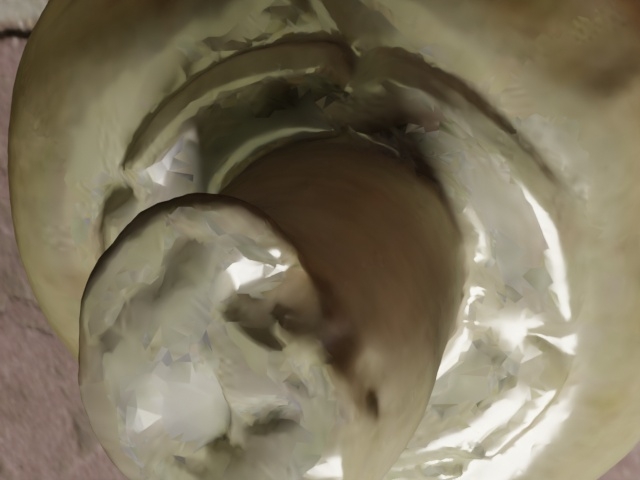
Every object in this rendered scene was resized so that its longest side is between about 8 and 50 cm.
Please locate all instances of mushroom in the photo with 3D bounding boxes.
[{"bbox_3d":[0.000,0.000,0.690,0.314,0.336,0.314,5,109,16],"label":"mushroom"}]
